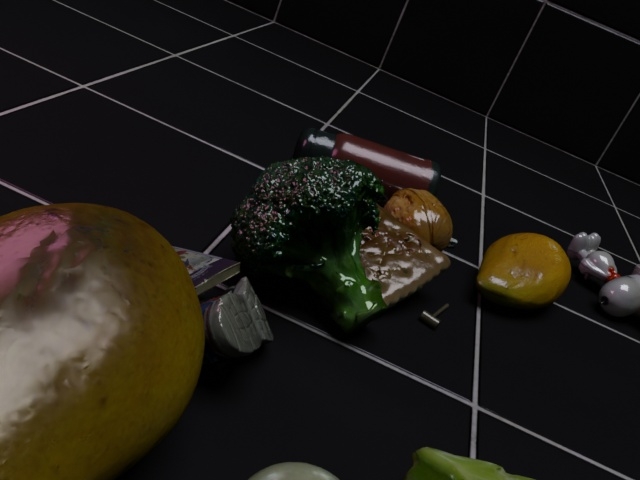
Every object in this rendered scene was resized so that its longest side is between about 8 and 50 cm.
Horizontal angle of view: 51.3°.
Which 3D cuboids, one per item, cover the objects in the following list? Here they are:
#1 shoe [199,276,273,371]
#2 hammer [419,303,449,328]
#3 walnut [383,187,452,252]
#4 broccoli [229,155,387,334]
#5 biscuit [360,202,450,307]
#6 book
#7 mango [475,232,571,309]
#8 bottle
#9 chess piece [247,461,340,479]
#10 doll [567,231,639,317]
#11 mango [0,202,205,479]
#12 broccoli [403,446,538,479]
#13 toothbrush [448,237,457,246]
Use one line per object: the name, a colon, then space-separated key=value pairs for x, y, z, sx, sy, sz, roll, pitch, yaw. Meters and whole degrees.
shoe: x=-0.141 y=0.124 z=0.909 sx=0.100 sy=0.125 sz=0.227 roll=63 pitch=6 yaw=1
hammer: x=0.218 y=0.135 z=1.235 sx=0.035 sy=0.019 sz=0.110 roll=34 pitch=23 yaw=20
walnut: x=0.198 y=-0.035 z=1.390 sx=0.144 sy=0.144 sz=0.180 roll=5 pitch=28 yaw=-32
broccoli: x=0.000 y=0.000 z=1.060 sx=0.297 sy=0.297 sz=0.297 roll=-19 pitch=72 yaw=-53
biscuit: x=0.067 y=-0.005 z=1.264 sx=0.217 sy=0.044 sz=0.325 roll=-27 pitch=53 yaw=-32
book: x=-0.253 y=0.035 z=0.953 sx=0.231 sy=0.026 sz=0.157 roll=13 pitch=22 yaw=23
mango: x=0.427 y=0.066 z=1.409 sx=0.176 sy=0.119 sz=0.316 roll=45 pitch=38 yaw=22
bottle: x=0.101 y=-0.164 z=1.544 sx=0.335 sy=0.144 sz=0.144 roll=18 pitch=27 yaw=-9
chess piece: x=-0.008 y=0.327 z=0.555 sx=0.182 sy=0.183 sz=0.330 roll=15 pitch=23 yaw=-16
doll: x=0.725 y=0.085 z=1.581 sx=0.207 sy=0.144 sz=0.271 roll=9 pitch=33 yaw=-7
mango: x=-0.279 y=0.133 z=0.643 sx=0.301 sy=0.221 sz=0.445 roll=26 pitch=36 yaw=-9
broccoli: x=0.292 y=0.347 z=0.683 sx=0.396 sy=0.275 sz=0.353 roll=26 pitch=-18 yaw=-7
toothbrush: x=0.192 y=-0.017 z=1.481 sx=0.262 sy=0.022 sz=0.026 roll=13 pitch=40 yaw=-19
